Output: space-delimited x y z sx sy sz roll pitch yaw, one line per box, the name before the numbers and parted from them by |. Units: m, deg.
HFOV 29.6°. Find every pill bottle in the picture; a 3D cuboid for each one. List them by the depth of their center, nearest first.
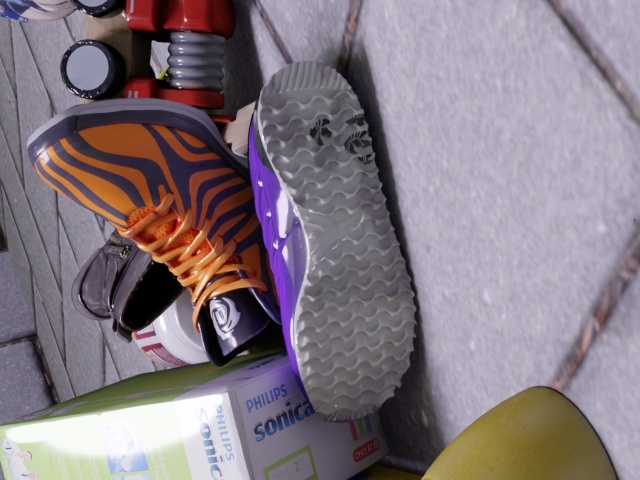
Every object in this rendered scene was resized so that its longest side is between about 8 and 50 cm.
pill bottle | -0.143 0.085 1.402 0.221 0.121 0.121 159 96 -69

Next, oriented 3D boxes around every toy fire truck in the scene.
toy fire truck | -0.118 -0.164 1.155 0.158 0.246 0.217 0 -85 -78

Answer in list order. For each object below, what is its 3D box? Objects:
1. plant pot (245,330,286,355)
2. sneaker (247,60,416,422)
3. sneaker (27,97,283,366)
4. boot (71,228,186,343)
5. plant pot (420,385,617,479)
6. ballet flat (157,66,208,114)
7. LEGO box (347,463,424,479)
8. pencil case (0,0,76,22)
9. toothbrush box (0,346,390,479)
plant pot | -0.045 0.079 1.215 0.079 0.083 0.083 -136 34 -76
sneaker | 0.001 0.000 1.012 0.146 0.102 0.293 -164 65 -75
sneaker | -0.104 0.001 1.034 0.124 0.321 0.180 -30 60 28
boot | -0.163 -0.006 1.298 0.263 0.091 0.229 -62 20 -15
plant pot | 0.120 0.173 0.794 0.134 0.095 0.134 166 90 -70
ballet flat | -0.153 -0.135 1.316 0.231 0.077 0.077 -113 32 -63
LEGO box | -0.102 0.341 1.103 0.500 0.372 0.193 167 89 -70
pencil case | -0.332 -0.379 1.499 0.410 0.183 0.160 179 78 -69
toothbrush box | -0.116 0.181 1.093 0.283 0.206 0.122 -15 90 33
